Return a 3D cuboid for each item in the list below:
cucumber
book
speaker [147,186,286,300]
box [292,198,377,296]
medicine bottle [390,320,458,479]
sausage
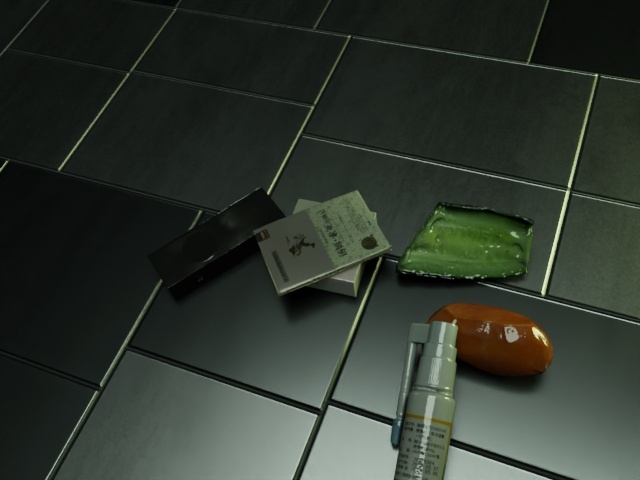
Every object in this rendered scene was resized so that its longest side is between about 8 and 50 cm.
[{"bbox_3d":[0.215,-0.001,1.025,0.192,0.086,0.116,5,101,11],"label":"cucumber"},{"bbox_3d":[0.000,0.000,1.032,0.181,0.014,0.127,-21,56,-7],"label":"book"},{"bbox_3d":[-0.162,0.002,1.099,0.218,0.044,0.082,-31,57,-12],"label":"speaker"},{"bbox_3d":[0.010,0.010,1.063,0.129,0.051,0.130,11,59,16],"label":"box"},{"bbox_3d":[0.130,0.214,0.880,0.092,0.061,0.221,-6,66,51],"label":"medicine bottle"},{"bbox_3d":[0.225,0.131,0.931,0.179,0.089,0.089,12,59,24],"label":"sausage"}]
